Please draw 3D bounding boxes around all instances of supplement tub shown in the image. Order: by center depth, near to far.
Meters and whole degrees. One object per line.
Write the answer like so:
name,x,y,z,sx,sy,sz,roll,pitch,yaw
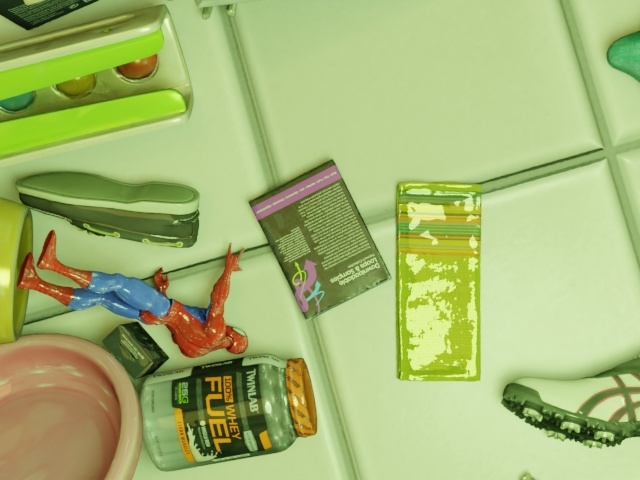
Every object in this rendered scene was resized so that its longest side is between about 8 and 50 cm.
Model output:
supplement tub,-0.105,0.197,1.249,0.190,0.117,0.117,-12,87,6

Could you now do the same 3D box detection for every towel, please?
towel,0.140,0.049,1.276,0.102,0.021,0.237,0,88,7

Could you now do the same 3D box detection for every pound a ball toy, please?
pound a ball toy,-0.285,-0.226,1.262,0.319,0.136,0.208,-14,116,3

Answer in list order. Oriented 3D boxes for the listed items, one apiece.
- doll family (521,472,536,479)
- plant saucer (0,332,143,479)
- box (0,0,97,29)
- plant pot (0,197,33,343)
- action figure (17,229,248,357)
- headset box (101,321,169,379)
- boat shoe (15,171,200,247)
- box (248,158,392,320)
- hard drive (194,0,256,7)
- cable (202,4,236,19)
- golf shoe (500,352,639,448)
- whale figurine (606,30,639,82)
doll family,0.232,0.360,1.226,0.111,0.076,0.193,39,97,25
plant saucer,-0.348,0.258,1.207,0.332,0.084,0.332,-11,47,12
box,-0.370,-0.456,1.205,0.179,0.312,0.343,-21,85,5
plant pot,-0.465,0.029,1.243,0.239,0.254,0.254,5,88,-8
action figure,-0.197,0.045,1.257,0.280,0.091,0.139,29,50,-26
headset box,-0.221,0.131,1.281,0.032,0.083,0.062,-43,83,3
boat shoe,-0.258,-0.035,1.293,0.227,0.081,0.069,8,117,8
box,0.000,0.000,1.290,0.116,0.029,0.162,-26,84,5
hard drive,0.005,-0.398,1.214,0.353,0.047,0.233,-12,86,-24
cable,-0.110,-0.412,1.319,0.139,0.072,0.287,20,77,23
golf shoe,0.343,0.180,1.222,0.272,0.105,0.120,11,73,1
whale figurine,0.447,-0.277,1.195,0.216,0.141,0.272,45,93,6
